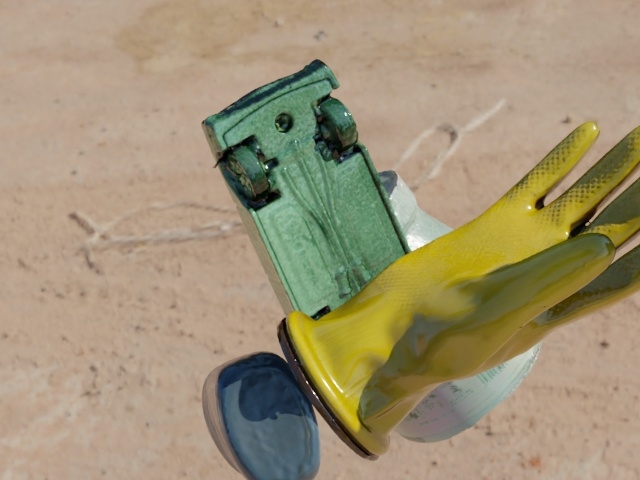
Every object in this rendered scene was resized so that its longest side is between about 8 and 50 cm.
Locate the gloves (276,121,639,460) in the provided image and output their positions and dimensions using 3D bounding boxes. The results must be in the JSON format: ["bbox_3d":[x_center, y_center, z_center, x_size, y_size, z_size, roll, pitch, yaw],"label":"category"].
[{"bbox_3d":[0.122,0.017,0.696,0.294,0.116,0.133,-36,54,9],"label":"gloves"}]

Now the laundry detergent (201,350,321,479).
[{"bbox_3d":[-0.074,0.193,1.141,0.094,0.143,0.290,-24,-1,-12],"label":"laundry detergent"}]

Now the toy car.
[{"bbox_3d":[0.000,0.000,0.988,0.141,0.320,0.097,-31,21,-17],"label":"toy car"}]

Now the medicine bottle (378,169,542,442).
[{"bbox_3d":[0.109,0.077,1.345,0.245,0.290,0.245,-37,15,12],"label":"medicine bottle"}]
